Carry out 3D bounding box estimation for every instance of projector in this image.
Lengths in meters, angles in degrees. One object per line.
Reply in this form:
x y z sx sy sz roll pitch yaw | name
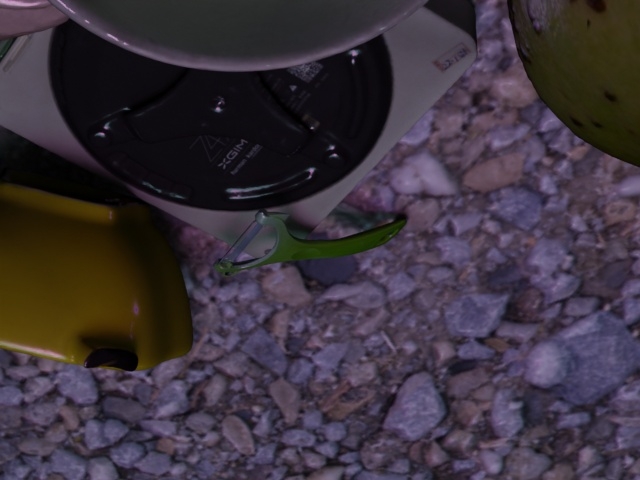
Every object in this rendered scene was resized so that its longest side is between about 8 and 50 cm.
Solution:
-0.066 -0.118 1.080 0.259 0.079 0.257 28 129 -21 | projector

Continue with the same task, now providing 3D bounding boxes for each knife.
0.001 0.002 1.159 0.166 0.023 0.078 -3 152 -42 | knife

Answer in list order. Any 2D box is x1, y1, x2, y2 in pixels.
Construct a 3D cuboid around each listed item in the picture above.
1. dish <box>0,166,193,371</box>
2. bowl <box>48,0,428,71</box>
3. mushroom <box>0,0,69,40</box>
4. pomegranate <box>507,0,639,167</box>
-0.193 0.011 1.134 0.221 0.262 0.108 13 94 0 | dish
-0.049 -0.255 0.863 0.307 0.163 0.307 -5 113 -12 | bowl
-0.319 -0.194 1.007 0.350 0.128 0.128 6 132 10 | mushroom
0.220 -0.208 0.882 0.285 0.285 0.341 -25 99 25 | pomegranate
